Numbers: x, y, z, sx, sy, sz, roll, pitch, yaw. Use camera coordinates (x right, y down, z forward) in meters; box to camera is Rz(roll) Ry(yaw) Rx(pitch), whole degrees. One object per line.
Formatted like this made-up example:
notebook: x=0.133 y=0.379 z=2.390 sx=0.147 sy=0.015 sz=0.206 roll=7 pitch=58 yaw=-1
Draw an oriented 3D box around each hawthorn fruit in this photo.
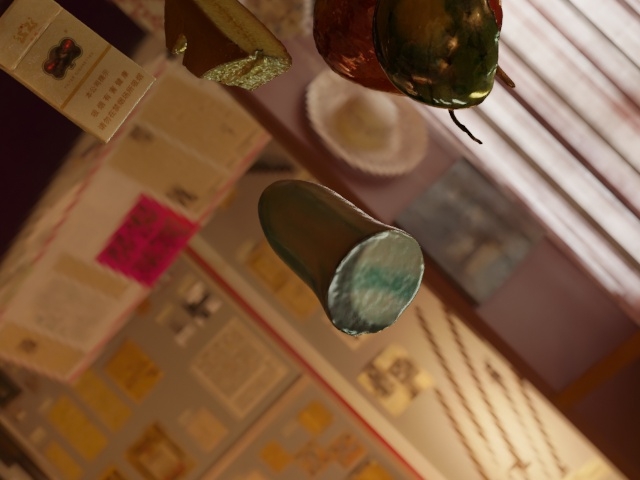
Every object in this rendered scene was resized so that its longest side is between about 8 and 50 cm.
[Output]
hawthorn fruit: x=0.152 y=-0.319 z=2.145 sx=0.287 sy=0.330 sz=0.287 roll=-56 pitch=-174 yaw=9

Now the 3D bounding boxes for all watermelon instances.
watermelon: x=0.136 y=-0.257 z=1.885 sx=0.127 sy=0.204 sz=0.232 roll=-17 pitch=138 yaw=-23

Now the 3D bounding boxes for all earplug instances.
earplug: x=0.000 y=0.000 z=2.385 sx=0.185 sy=0.324 sz=0.185 roll=-18 pitch=125 yaw=-28

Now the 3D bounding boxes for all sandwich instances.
sandwich: x=-0.129 y=-0.248 z=1.831 sx=0.090 sy=0.244 sz=0.088 roll=3 pitch=121 yaw=-33

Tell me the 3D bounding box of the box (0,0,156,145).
box: x=-0.267 y=-0.186 z=1.548 sx=0.090 sy=0.167 sz=0.024 roll=-55 pitch=-172 yaw=-12
